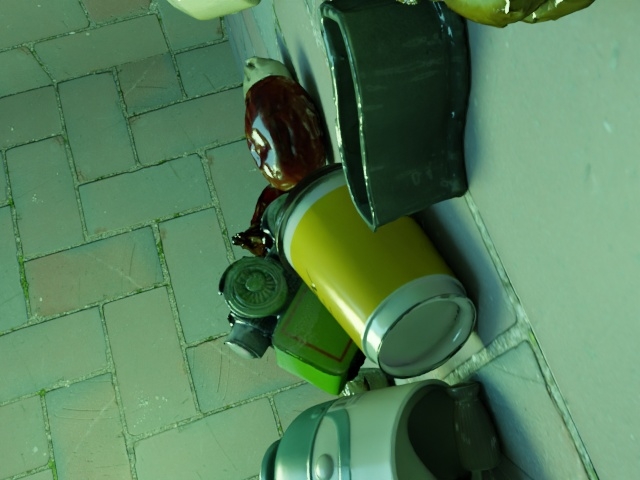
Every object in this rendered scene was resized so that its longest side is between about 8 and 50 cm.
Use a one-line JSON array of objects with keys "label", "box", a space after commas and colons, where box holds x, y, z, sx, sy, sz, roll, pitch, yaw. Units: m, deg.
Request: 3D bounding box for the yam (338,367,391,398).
[{"label": "yam", "box": [0.138, 0.434, 1.410, 0.133, 0.133, 0.330, 95, 153, -73]}]

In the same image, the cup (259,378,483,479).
[{"label": "cup", "box": [0.098, 0.326, 0.858, 0.289, 0.257, 0.219, 25, -125, -44]}]

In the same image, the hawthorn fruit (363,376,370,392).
[{"label": "hawthorn fruit", "box": [0.098, 0.397, 1.116, 0.268, 0.267, 0.301, 95, 172, -73]}]

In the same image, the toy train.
[{"label": "toy train", "box": [-0.006, 0.074, 0.989, 0.307, 0.248, 0.173, -60, -13, -23]}]

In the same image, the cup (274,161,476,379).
[{"label": "cup", "box": [0.065, 0.030, 0.785, 0.280, 0.196, 0.196, -125, 18, -46]}]

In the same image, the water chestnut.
[{"label": "water chestnut", "box": [-0.092, -0.009, 1.581, 0.300, 0.299, 0.300, 163, 90, -84]}]

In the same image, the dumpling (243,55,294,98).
[{"label": "dumpling", "box": [-0.109, -0.367, 1.561, 0.172, 0.142, 0.247, 20, -144, -53]}]

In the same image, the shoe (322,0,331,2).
[{"label": "shoe", "box": [0.042, -0.285, 0.638, 0.194, 0.074, 0.077, 96, 152, -68]}]

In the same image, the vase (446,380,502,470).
[{"label": "vase", "box": [0.190, 0.230, 0.767, 0.053, 0.053, 0.101, 115, 143, -80]}]

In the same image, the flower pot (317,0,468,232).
[{"label": "flower pot", "box": [0.075, -0.124, 0.594, 0.103, 0.108, 0.229, -115, 9, -50]}]

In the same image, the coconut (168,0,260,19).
[{"label": "coconut", "box": [-0.224, -0.619, 1.356, 0.245, 0.247, 0.245, -5, -90, -69]}]

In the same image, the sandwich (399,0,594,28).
[{"label": "sandwich", "box": [0.074, -0.250, 0.331, 0.273, 0.095, 0.249, -117, 12, -62]}]

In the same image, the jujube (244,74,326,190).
[{"label": "jujube", "box": [-0.075, -0.239, 1.343, 0.183, 0.183, 0.243, -169, 55, -83]}]
